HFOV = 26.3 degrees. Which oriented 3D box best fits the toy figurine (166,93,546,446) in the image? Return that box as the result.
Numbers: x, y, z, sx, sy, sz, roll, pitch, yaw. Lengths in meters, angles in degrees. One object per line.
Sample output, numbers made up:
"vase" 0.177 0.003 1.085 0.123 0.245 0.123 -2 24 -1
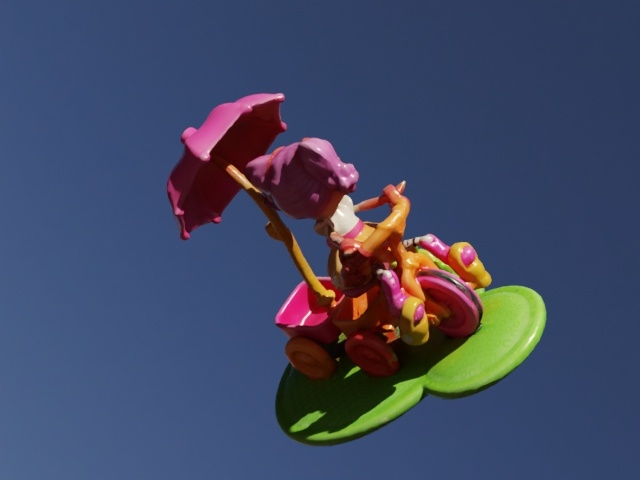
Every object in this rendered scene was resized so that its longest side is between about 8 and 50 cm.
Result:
"toy figurine" 0.000 0.000 0.662 0.173 0.130 0.159 -7 -52 50
